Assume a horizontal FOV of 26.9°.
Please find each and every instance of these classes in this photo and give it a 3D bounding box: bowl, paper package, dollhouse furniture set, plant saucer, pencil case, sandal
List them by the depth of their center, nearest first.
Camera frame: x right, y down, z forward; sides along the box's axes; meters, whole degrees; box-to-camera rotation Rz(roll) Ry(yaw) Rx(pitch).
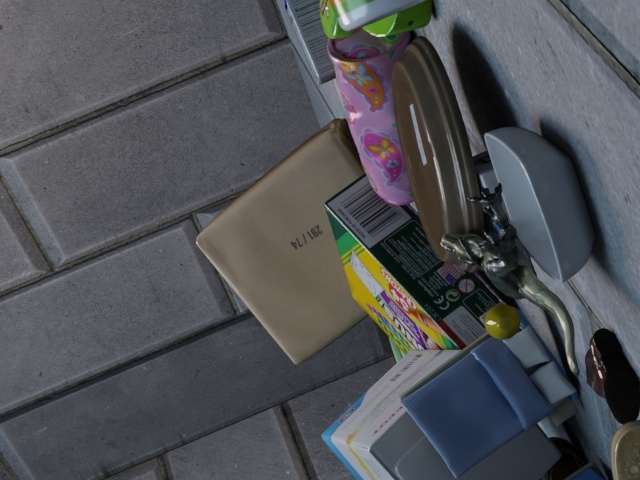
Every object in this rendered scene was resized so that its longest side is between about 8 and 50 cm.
[{"bbox_3d":[0.217,-0.042,1.300,0.142,0.053,0.142,-117,4,-68],"label":"bowl"},{"bbox_3d":[0.343,0.300,1.317,0.079,0.088,0.240,-90,-17,-81],"label":"sandal"},{"bbox_3d":[0.130,-0.095,1.533,0.278,0.041,0.278,167,90,-86],"label":"plant saucer"},{"bbox_3d":[0.207,0.270,1.628,0.303,0.286,0.198,56,178,-5],"label":"dollhouse furniture set"},{"bbox_3d":[0.097,-0.184,1.885,0.124,0.124,0.284,-116,3,-48],"label":"pencil case"},{"bbox_3d":[0.000,0.000,2.370,0.309,0.325,0.168,51,-166,-5],"label":"paper package"}]

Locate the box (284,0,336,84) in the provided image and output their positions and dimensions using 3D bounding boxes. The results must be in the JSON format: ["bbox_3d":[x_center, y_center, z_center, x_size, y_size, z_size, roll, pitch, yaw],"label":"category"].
[{"bbox_3d":[0.028,-0.321,1.993,0.072,0.126,0.137,84,163,-87],"label":"box"}]

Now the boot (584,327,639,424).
[{"bbox_3d":[0.304,0.154,1.407,0.114,0.037,0.106,82,178,-68],"label":"boot"}]

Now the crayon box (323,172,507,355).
[{"bbox_3d":[0.171,0.109,2.054,0.363,0.106,0.313,48,167,29],"label":"crayon box"}]

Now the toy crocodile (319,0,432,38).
[{"bbox_3d":[0.042,-0.341,1.699,0.340,0.115,0.105,-119,26,-52],"label":"toy crocodile"}]

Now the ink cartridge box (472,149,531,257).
[{"bbox_3d":[0.203,-0.044,1.488,0.180,0.060,0.104,-126,14,-80],"label":"ink cartridge box"}]

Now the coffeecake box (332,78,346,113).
[{"bbox_3d":[0.074,-0.246,2.315,0.142,0.068,0.185,67,178,-48],"label":"coffeecake box"}]

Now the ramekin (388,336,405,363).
[{"bbox_3d":[0.246,0.270,2.374,0.303,0.148,0.303,157,90,-87],"label":"ramekin"}]

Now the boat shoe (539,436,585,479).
[{"bbox_3d":[0.358,0.401,1.851,0.095,0.095,0.257,145,103,-81],"label":"boat shoe"}]

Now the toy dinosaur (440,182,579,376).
[{"bbox_3d":[0.186,0.020,1.324,0.118,0.064,0.268,65,174,-30],"label":"toy dinosaur"}]

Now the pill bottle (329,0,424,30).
[{"bbox_3d":[0.039,-0.350,1.360,0.136,0.136,0.245,-136,23,-84],"label":"pill bottle"}]

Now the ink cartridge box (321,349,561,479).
[{"bbox_3d":[0.161,0.286,1.875,0.197,0.198,0.270,49,167,-5],"label":"ink cartridge box"}]
